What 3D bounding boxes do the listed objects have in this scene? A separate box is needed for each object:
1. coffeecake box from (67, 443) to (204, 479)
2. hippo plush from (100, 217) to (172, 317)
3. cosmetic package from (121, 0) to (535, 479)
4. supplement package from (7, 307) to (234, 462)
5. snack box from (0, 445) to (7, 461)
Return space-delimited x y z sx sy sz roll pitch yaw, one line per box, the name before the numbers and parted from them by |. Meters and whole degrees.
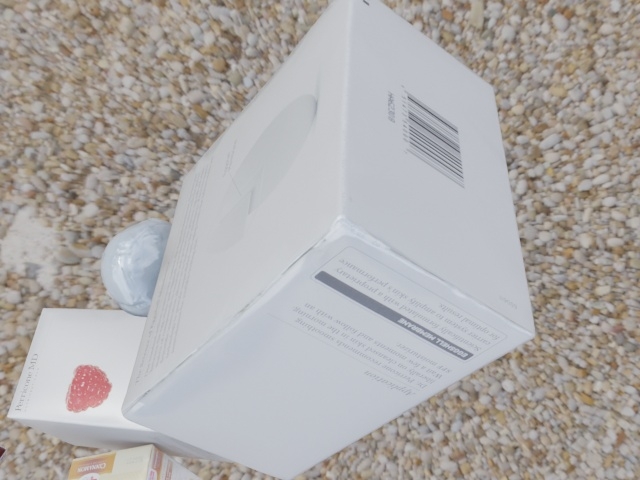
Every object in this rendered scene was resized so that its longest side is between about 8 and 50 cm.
coffeecake box | -0.256 0.375 1.123 0.142 0.185 0.068 -15 48 20
hippo plush | -0.125 0.021 0.939 0.236 0.294 0.234 9 83 36
cosmetic package | 0.000 0.000 0.506 0.138 0.224 0.225 30 131 -25
supplement package | -0.273 0.214 1.145 0.293 0.175 0.177 -1 63 21
snack box | -0.587 0.428 1.281 0.022 0.064 0.178 32 55 -6
